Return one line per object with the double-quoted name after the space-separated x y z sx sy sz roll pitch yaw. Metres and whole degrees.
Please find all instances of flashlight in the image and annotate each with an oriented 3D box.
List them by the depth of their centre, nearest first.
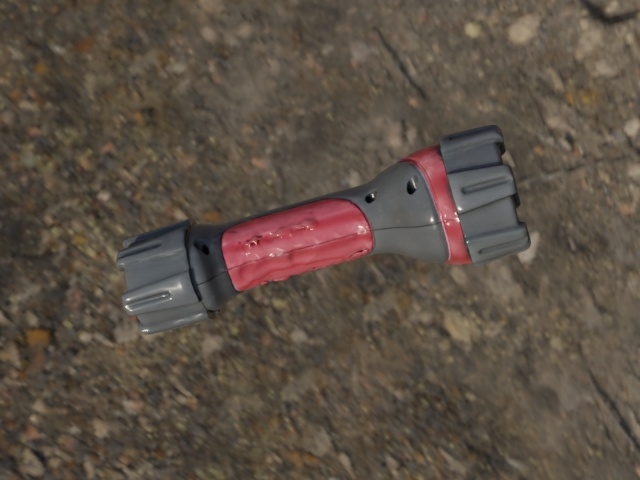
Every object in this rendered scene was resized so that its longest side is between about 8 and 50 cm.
0.000 0.000 1.048 0.304 0.103 0.103 -16 57 7 "flashlight"
